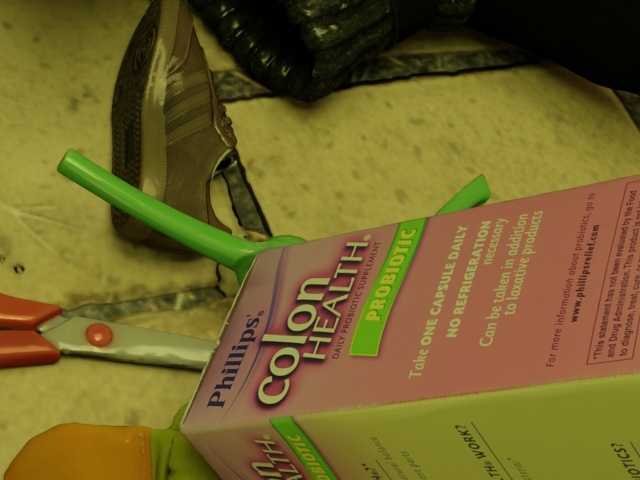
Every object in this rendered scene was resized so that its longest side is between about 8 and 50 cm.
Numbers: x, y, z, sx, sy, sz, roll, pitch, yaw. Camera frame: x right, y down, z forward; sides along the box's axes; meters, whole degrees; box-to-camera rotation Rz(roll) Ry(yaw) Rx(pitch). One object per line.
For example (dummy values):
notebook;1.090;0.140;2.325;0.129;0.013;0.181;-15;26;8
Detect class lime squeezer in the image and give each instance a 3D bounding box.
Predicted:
lime squeezer;0.000;0.000;0.845;0.310;0.059;0.109;1;74;-35

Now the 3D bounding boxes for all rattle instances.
rattle;-0.046;0.111;0.784;0.130;0.143;0.200;62;35;-11

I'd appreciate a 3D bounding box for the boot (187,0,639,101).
boot;0.091;-0.166;0.970;0.348;0.131;0.260;32;43;25

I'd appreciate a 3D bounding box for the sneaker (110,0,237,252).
sneaker;-0.089;-0.072;0.899;0.071;0.066;0.188;20;53;-26

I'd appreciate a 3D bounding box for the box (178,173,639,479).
box;0.102;0.097;0.658;0.213;0.243;0.117;54;40;-32

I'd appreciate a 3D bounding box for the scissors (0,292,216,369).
scissors;-0.144;0.045;0.804;0.297;0.021;0.109;-4;53;-20
